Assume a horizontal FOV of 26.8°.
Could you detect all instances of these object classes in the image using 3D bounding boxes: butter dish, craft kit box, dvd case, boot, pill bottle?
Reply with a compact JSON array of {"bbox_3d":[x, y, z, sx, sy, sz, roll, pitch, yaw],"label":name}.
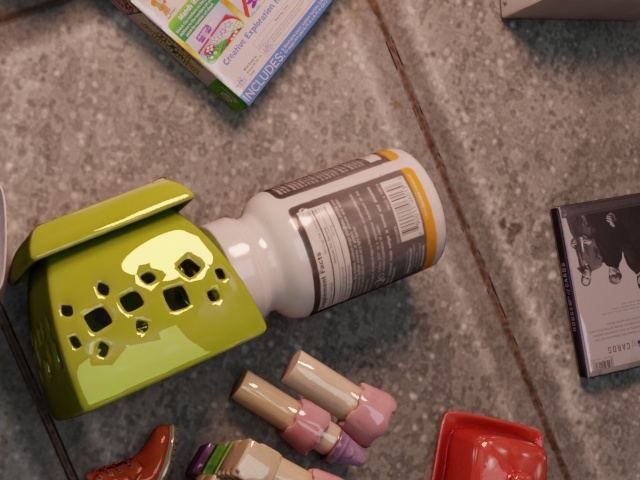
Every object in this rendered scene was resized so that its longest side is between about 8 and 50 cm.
[{"bbox_3d":[0.233,0.310,1.725,0.160,0.118,0.160,14,81,-19],"label":"butter dish"},{"bbox_3d":[-0.117,-0.333,1.677,0.246,0.061,0.250,42,72,-16],"label":"craft kit box"},{"bbox_3d":[0.420,0.058,1.869,0.179,0.029,0.239,-9,89,-22],"label":"dvd case"},{"bbox_3d":[-0.228,0.276,1.580,0.084,0.059,0.158,31,76,-11],"label":"boot"},{"bbox_3d":[0.000,0.000,1.637,0.278,0.162,0.162,-20,93,-21],"label":"pill bottle"}]

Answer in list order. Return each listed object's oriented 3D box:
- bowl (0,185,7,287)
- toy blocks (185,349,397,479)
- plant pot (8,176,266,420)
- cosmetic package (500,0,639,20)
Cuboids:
[{"bbox_3d":[-0.431,-0.002,1.523,0.142,0.053,0.142,1,85,-22],"label":"bowl"},{"bbox_3d":[-0.019,0.325,1.532,0.260,0.288,0.309,33,71,-10],"label":"toy blocks"},{"bbox_3d":[-0.222,0.063,1.515,0.228,0.227,0.207,-22,88,-21],"label":"plant pot"},{"bbox_3d":[0.365,-0.424,1.831,0.224,0.138,0.224,-3,87,-21],"label":"cosmetic package"}]
